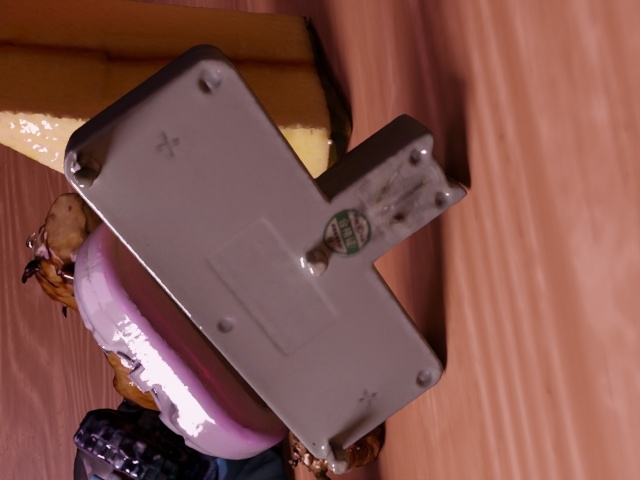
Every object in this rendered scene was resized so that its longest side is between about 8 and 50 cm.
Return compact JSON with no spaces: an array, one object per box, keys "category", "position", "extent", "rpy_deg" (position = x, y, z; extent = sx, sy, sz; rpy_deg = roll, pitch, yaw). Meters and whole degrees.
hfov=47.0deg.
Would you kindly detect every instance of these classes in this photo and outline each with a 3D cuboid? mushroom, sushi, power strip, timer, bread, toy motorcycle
[{"category":"mushroom","position":[-0.157,0.044,0.755],"extent":[0.195,0.283,0.264],"rpy_deg":[-19,64,29]},{"category":"sushi","position":[0.005,0.141,0.527],"extent":[0.118,0.060,0.062],"rpy_deg":[112,146,-62]},{"category":"power strip","position":[0.000,0.000,0.358],"extent":[0.216,0.145,0.061],"rpy_deg":[53,-179,-28]},{"category":"timer","position":[-0.091,0.059,0.581],"extent":[0.209,0.069,0.191],"rpy_deg":[53,-156,-7]},{"category":"bread","position":[-0.128,-0.082,0.581],"extent":[0.163,0.263,0.168],"rpy_deg":[106,161,-46]},{"category":"toy motorcycle","position":[-0.145,0.284,0.871],"extent":[0.172,0.232,0.416],"rpy_deg":[-63,-7,-18]}]

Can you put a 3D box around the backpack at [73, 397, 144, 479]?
[{"category":"backpack","position":[-0.251,0.456,1.172],"extent":[0.363,0.254,0.446],"rpy_deg":[162,89,-75]}]
